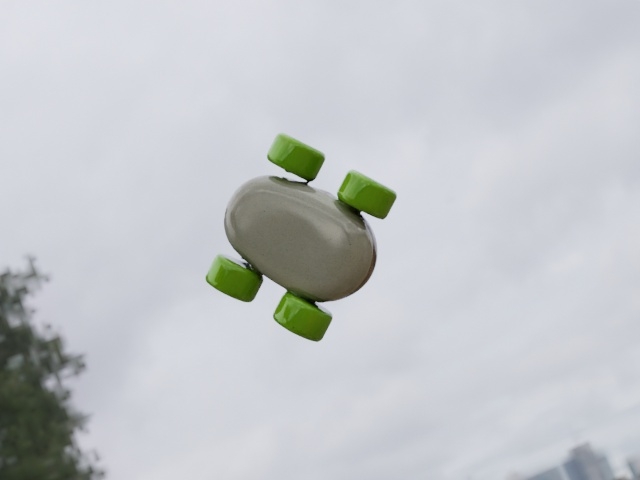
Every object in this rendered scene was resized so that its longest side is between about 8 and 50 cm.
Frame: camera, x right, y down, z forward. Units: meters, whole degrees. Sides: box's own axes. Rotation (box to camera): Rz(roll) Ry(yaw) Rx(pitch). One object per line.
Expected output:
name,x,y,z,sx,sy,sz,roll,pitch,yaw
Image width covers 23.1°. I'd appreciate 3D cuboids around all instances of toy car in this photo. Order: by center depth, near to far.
toy car,0.000,0.000,1.487,0.155,0.149,0.188,-62,-16,5
